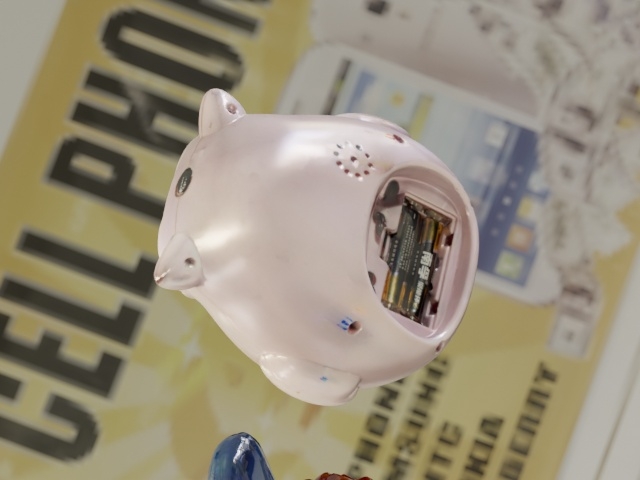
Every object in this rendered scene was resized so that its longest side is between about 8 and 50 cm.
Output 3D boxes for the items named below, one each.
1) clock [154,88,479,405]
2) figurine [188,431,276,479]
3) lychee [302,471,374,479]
[{"bbox_3d":[0.000,0.000,2.190,0.250,0.377,0.368,-15,55,53],"label":"clock"},{"bbox_3d":[-0.067,0.274,1.119,0.283,0.205,0.338,20,106,50],"label":"figurine"},{"bbox_3d":[-0.004,0.439,1.859,0.424,0.500,0.424,-51,-15,-19],"label":"lychee"}]
